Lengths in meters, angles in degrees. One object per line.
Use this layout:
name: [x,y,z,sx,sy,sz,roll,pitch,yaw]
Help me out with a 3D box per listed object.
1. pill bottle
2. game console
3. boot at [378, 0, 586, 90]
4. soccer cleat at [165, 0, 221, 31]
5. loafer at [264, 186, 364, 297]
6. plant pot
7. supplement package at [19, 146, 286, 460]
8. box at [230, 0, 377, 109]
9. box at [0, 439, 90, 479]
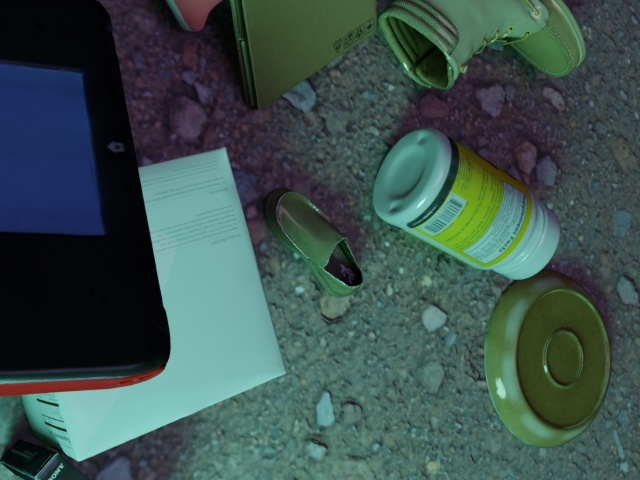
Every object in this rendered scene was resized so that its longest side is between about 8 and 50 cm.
pill bottle: [0.174,-0.036,0.959,0.208,0.119,0.119,26,71,-29]
game console: [-0.293,-0.064,0.550,0.341,0.060,0.387,-1,51,-22]
boot: [0.204,-0.250,1.014,0.262,0.095,0.204,41,64,-21]
soccer cleat: [-0.046,-0.323,0.866,0.318,0.108,0.117,-35,128,-35]
loafer: [0.000,0.000,0.881,0.148,0.050,0.056,48,62,-20]
plant pot: [0.312,0.155,1.084,0.236,0.032,0.237,4,82,-33]
supplement package: [-0.167,0.047,0.705,0.194,0.149,0.203,-18,95,-33]
box: [-0.012,-0.253,0.862,0.201,0.021,0.165,-39,143,-30]
box: [-0.189,0.231,0.693,0.162,0.116,0.029,47,61,-21]
